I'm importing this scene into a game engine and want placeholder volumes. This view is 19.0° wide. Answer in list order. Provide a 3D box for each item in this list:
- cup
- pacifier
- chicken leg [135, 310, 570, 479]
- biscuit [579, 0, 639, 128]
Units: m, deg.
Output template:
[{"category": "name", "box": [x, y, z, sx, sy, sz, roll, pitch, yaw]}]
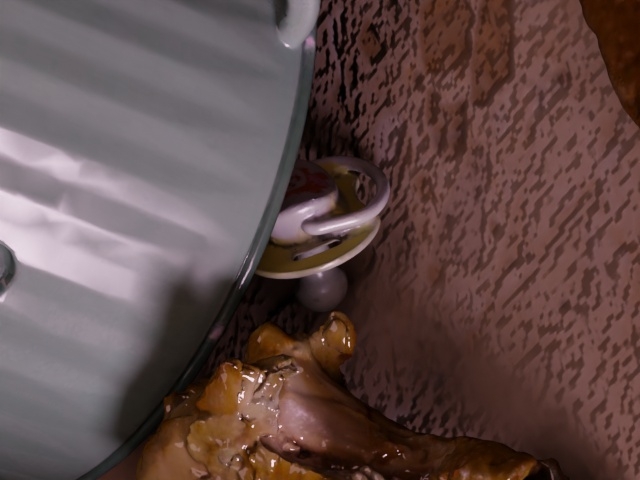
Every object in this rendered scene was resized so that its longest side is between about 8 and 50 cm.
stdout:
[{"category": "cup", "box": [-0.208, -0.121, 0.794, 0.401, 0.392, 0.310, -63, 33, 9]}, {"category": "pacifier", "box": [0.000, 0.000, 0.808, 0.083, 0.068, 0.064, -117, 10, -57]}, {"category": "chicken leg", "box": [0.022, 0.084, 0.719, 0.207, 0.085, 0.101, 7, 112, 33]}, {"category": "biscuit", "box": [0.173, -0.102, 0.598, 0.208, 0.041, 0.290, -48, 53, 38]}]
